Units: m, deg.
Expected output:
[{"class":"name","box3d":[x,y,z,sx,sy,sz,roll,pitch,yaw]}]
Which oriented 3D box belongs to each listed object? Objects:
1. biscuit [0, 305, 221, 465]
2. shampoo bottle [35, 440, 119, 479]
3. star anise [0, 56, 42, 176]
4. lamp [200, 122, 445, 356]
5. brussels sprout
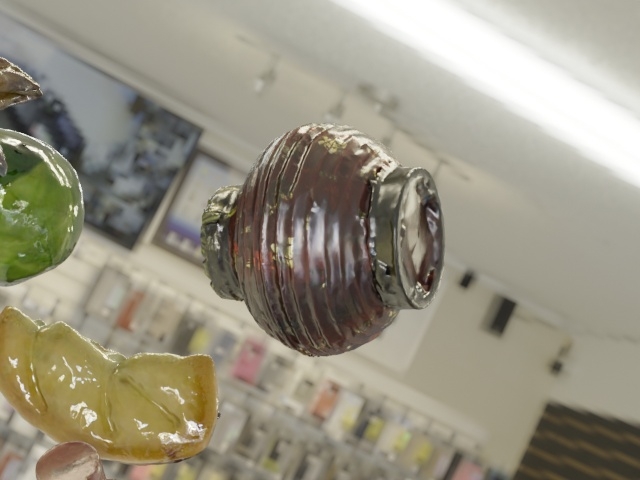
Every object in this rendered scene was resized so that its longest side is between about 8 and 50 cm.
[{"class":"biscuit","box3d":[-0.270,0.186,2.039,0.299,0.154,0.045,13,-10,5]},{"class":"shampoo bottle","box3d":[-0.241,0.353,1.843,0.076,0.118,0.314,-126,-160,-48]},{"class":"star anise","box3d":[-0.494,-0.181,1.963,0.331,0.332,0.117,29,20,-19]},{"class":"lamp","box3d":[0.000,0.000,1.656,0.247,0.247,0.247,26,-7,4]},{"class":"brussels sprout","box3d":[-0.456,-0.054,2.247,0.271,0.210,0.219,16,21,4]}]
